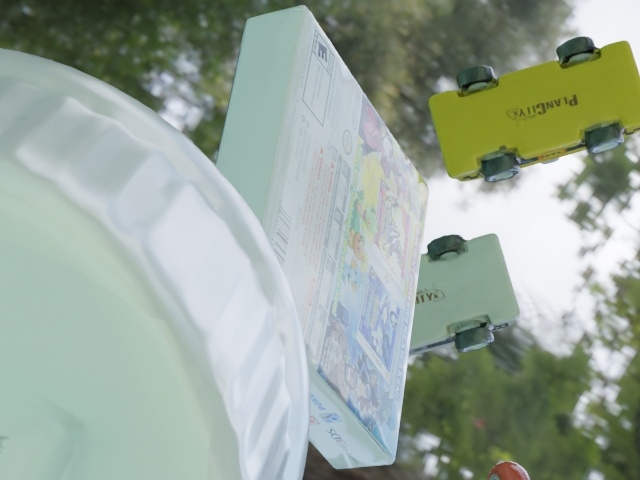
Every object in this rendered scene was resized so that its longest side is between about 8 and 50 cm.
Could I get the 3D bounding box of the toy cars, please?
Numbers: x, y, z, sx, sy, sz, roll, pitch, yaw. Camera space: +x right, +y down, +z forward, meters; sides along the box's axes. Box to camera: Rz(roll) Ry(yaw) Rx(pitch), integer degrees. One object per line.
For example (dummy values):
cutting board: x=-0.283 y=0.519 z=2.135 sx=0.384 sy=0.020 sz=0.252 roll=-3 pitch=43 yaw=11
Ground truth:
toy cars: x=0.139 y=-0.023 z=1.543 sx=0.176 sy=0.087 sz=0.393 roll=33 pitch=-95 yaw=16

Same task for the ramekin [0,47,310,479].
ramekin: x=-0.144 y=0.074 z=0.613 sx=0.277 sy=0.277 sz=0.135 roll=-51 pitch=-174 yaw=10

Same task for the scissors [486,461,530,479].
scissors: x=0.078 y=0.268 z=0.930 sx=0.109 sy=0.021 sz=0.297 roll=152 pitch=-53 yaw=-73

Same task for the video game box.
video game box: x=0.000 y=0.000 z=1.008 sx=0.048 sy=0.187 sz=0.205 roll=-11 pitch=-129 yaw=27
